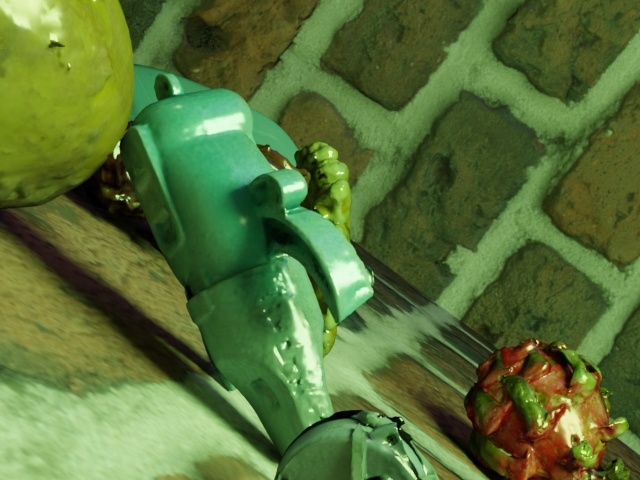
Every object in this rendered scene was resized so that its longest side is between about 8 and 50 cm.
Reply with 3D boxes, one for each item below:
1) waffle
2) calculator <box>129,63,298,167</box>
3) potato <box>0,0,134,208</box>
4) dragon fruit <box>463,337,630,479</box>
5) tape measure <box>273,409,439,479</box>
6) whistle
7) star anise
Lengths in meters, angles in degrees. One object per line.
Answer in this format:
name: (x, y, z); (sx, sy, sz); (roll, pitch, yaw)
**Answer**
waffle: (0.003, -0.001, 1.209); (0.054, 0.204, 0.223); (-1, 12, -8)
calculator: (-0.121, -0.099, 1.394); (0.386, 0.054, 0.256); (15, 37, -50)
potato: (-0.231, -0.125, 0.708); (0.266, 0.229, 0.229); (45, 0, -28)
dragon fruit: (0.241, 0.194, 1.213); (0.160, 0.166, 0.172); (96, -14, -51)
tape measure: (0.020, 0.138, 0.607); (0.094, 0.091, 0.054); (53, 11, -1)
whistle: (-0.055, 0.012, 0.765); (0.186, 0.093, 0.274); (-38, -108, 55)
star anise: (-0.124, -0.046, 1.109); (0.220, 0.126, 0.190); (12, -3, -11)
